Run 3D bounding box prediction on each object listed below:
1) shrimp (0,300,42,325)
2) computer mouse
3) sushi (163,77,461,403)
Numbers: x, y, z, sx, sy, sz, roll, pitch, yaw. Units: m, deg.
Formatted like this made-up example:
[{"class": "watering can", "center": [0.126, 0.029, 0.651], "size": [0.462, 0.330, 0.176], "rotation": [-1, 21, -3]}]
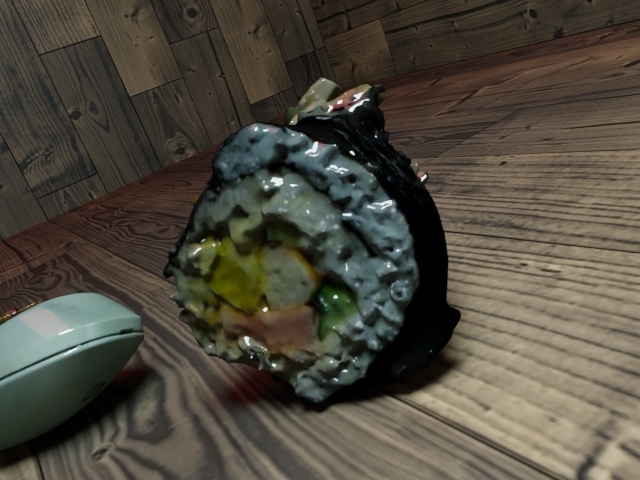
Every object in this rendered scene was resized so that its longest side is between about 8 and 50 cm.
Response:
[{"class": "shrimp", "center": [-0.421, 0.160, 0.665], "size": [0.248, 0.068, 0.150], "rotation": [-37, -13, -13]}, {"class": "computer mouse", "center": [-0.302, 0.154, 0.568], "size": [0.288, 0.097, 0.159], "rotation": [-35, -8, 7]}, {"class": "sushi", "center": [0.001, -0.002, 0.510], "size": [0.238, 0.225, 0.219], "rotation": [-35, 8, 13]}]
